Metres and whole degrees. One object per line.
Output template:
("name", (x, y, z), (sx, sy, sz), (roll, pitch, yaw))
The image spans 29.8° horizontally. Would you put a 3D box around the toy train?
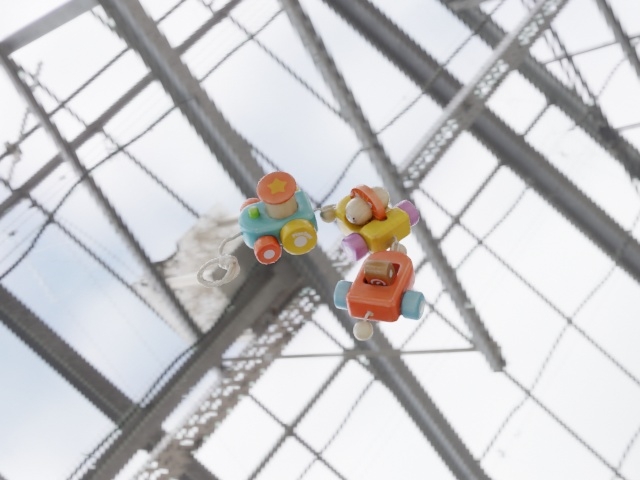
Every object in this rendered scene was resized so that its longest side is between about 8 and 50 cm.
("toy train", (0.000, 0.000, 0.805), (0.125, 0.166, 0.046), (-56, -34, -41))
